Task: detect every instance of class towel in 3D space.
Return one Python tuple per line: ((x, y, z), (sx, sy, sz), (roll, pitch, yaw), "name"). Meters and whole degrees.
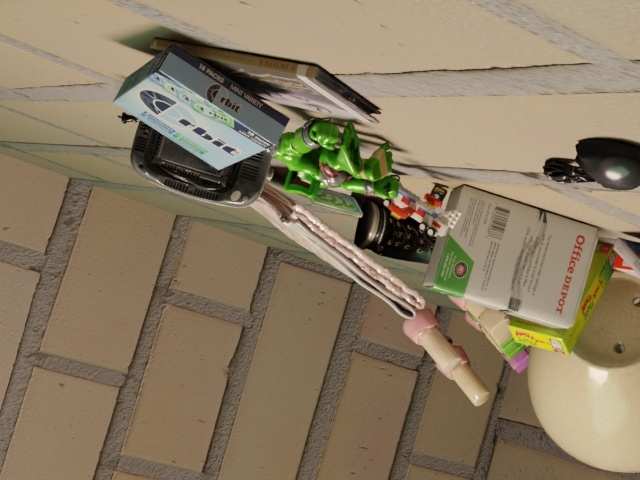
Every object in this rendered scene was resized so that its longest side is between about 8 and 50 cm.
((0.000, 0.000, 2.408), (0.332, 0.053, 0.317), (37, 178, -29), "towel")

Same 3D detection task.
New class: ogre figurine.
((0.011, -0.101, 1.742), (0.118, 0.097, 0.197), (1, -179, 30), "ogre figurine")

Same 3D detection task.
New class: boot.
((0.152, -0.009, 2.400), (0.178, 0.085, 0.236), (12, 175, -1), "boot")

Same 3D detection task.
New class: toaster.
((-0.179, -0.123, 1.937), (0.226, 0.129, 0.146), (16, 177, -7), "toaster")

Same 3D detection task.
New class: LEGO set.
((0.085, -0.079, 1.901), (0.244, 0.060, 0.182), (16, -155, -22), "LEGO set")

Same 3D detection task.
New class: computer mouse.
((0.288, -0.071, 1.473), (0.071, 0.041, 0.242), (16, 176, -6), "computer mouse")

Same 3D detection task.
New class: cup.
((0.472, 0.169, 2.147), (0.331, 0.331, 0.237), (14, 159, 24), "cup")

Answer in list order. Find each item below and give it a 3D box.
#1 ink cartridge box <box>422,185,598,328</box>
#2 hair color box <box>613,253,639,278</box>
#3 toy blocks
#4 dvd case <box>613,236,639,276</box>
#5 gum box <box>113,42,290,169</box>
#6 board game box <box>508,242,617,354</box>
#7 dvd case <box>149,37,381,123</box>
((0.269, 0.026, 1.952), (0.208, 0.153, 0.087), (18, 175, -6), "ink cartridge box")
((0.504, 0.044, 2.004), (0.141, 0.043, 0.072), (21, 174, -31), "hair color box")
((0.305, 0.106, 2.651), (0.260, 0.309, 0.288), (52, -178, 32), "toy blocks")
((0.509, 0.065, 1.821), (0.180, 0.022, 0.253), (15, -164, -11), "dvd case")
((-0.141, -0.150, 1.584), (0.157, 0.041, 0.184), (33, 161, -18), "gum box")
((0.365, 0.079, 2.057), (0.092, 0.181, 0.043), (13, 147, 36), "board game box")
((-0.060, -0.179, 1.554), (0.221, 0.018, 0.164), (14, 174, 30), "dvd case")
